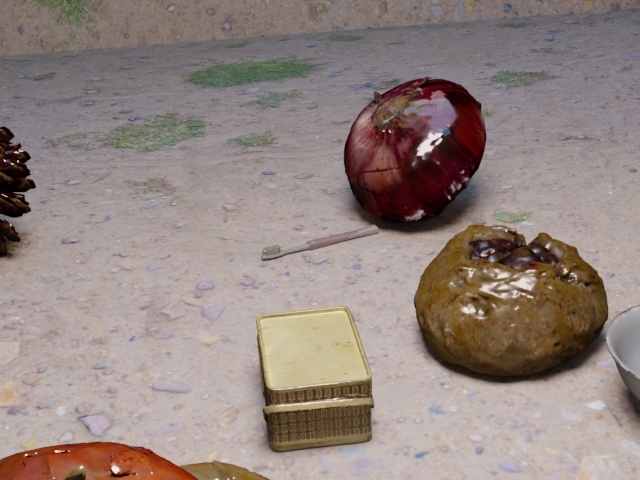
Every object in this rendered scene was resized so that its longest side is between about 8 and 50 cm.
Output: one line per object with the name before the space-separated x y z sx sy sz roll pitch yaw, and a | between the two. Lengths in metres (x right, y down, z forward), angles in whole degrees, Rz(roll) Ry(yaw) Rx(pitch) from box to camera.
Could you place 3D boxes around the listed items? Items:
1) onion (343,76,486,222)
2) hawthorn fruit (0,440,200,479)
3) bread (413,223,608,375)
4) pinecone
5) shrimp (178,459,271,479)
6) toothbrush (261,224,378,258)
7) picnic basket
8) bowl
onion | 0.161 -0.135 1.330 0.252 0.219 0.252 -29 41 28
hawthorn fruit | -0.147 0.233 0.488 0.276 0.307 0.276 9 30 -5
bread | 0.223 0.062 0.995 0.230 0.123 0.230 -5 25 2
pinecone | -0.532 -0.087 1.255 0.222 0.221 0.221 -3 26 1
shrimp | -0.066 0.257 0.724 0.133 0.053 0.236 2 13 -39
toothbrush | 0.000 0.002 1.267 0.194 0.017 0.014 -12 32 -22
picnic basket | -0.008 0.145 0.895 0.115 0.079 0.164 -4 26 -5
bowl | 0.384 0.142 0.844 0.189 0.086 0.189 -3 24 1
